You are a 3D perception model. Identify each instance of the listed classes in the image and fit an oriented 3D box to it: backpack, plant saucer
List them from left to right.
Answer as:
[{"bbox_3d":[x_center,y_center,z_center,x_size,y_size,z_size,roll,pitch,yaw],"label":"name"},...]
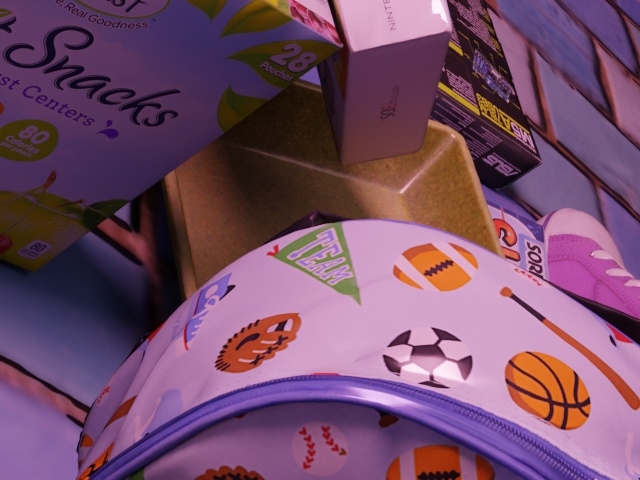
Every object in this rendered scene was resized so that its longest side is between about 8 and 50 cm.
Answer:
[{"bbox_3d":[0.000,0.000,0.886,0.188,0.045,0.188,15,39,-27],"label":"plant saucer"},{"bbox_3d":[0.032,0.133,0.634,0.263,0.276,0.213,38,27,-7],"label":"backpack"}]

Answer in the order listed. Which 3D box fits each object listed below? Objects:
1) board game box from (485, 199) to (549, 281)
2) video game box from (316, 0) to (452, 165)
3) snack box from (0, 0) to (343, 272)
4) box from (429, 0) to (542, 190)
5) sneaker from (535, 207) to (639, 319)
[{"bbox_3d":[0.056,0.040,0.959,0.136,0.035,0.201,24,36,-17],"label":"board game box"},{"bbox_3d":[0.009,-0.144,0.815,0.205,0.048,0.187,90,-15,-79],"label":"video game box"},{"bbox_3d":[-0.124,-0.084,0.674,0.207,0.174,0.070,26,39,-48],"label":"snack box"},{"bbox_3d":[0.056,-0.145,1.212,0.191,0.045,0.184,29,39,-45],"label":"box"},{"bbox_3d":[0.208,0.062,1.106,0.102,0.161,0.282,37,31,-33],"label":"sneaker"}]
